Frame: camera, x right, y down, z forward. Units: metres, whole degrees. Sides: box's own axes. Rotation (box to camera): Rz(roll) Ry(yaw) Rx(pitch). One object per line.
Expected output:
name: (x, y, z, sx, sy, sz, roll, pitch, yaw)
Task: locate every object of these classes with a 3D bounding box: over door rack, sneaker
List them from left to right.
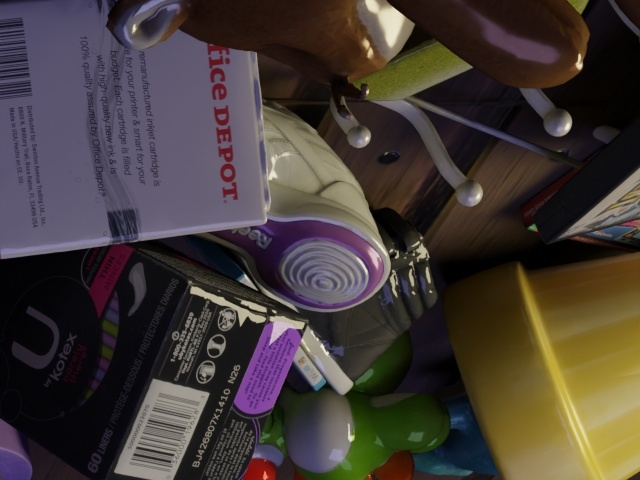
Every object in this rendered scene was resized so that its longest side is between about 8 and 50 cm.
sneaker: (-0.080, -0.062, 1.460, 0.305, 0.152, 0.114, 36, 117, -27)
sneaker: (0.000, 0.000, 1.646, 0.147, 0.104, 0.296, -40, 134, -4)
over door rack: (0.205, -0.122, 1.487, 0.324, 0.108, 0.239, 8, 146, -36)

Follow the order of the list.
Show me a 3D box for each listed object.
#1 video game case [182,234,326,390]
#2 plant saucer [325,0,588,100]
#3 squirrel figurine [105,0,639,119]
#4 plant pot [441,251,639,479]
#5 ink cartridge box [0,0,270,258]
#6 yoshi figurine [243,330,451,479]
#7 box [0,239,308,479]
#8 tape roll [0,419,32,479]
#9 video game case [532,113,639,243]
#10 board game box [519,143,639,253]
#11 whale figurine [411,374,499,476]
video game case: (-0.063, 0.051, 1.635, 0.015, 0.119, 0.166, -42, 135, -7)
plant saucer: (0.097, -0.167, 1.266, 0.188, 0.188, 0.045, -23, 121, 17)
squirrel figurine: (0.008, -0.248, 1.051, 0.397, 0.281, 0.370, 39, 144, -27)
plant pot: (0.269, 0.121, 1.815, 0.239, 0.254, 0.254, -20, 152, 9)
ink cartridge box: (-0.164, -0.086, 1.289, 0.237, 0.172, 0.100, -8, -169, -12)
yoshi figurine: (-0.056, 0.142, 1.846, 0.362, 0.203, 0.203, -5, 114, 12)
box: (-0.170, 0.072, 1.463, 0.143, 0.270, 0.165, 22, 92, -48)
tape roll: (-0.378, 0.203, 1.848, 0.189, 0.080, 0.189, -10, 152, -6)
video game case: (0.338, -0.094, 1.549, 0.248, 0.035, 0.275, -14, 160, -33)
board game box: (0.335, -0.033, 1.801, 0.281, 0.027, 0.145, 11, 143, -40)
whale figurine: (0.205, 0.208, 2.066, 0.216, 0.141, 0.272, 9, 145, -38)
